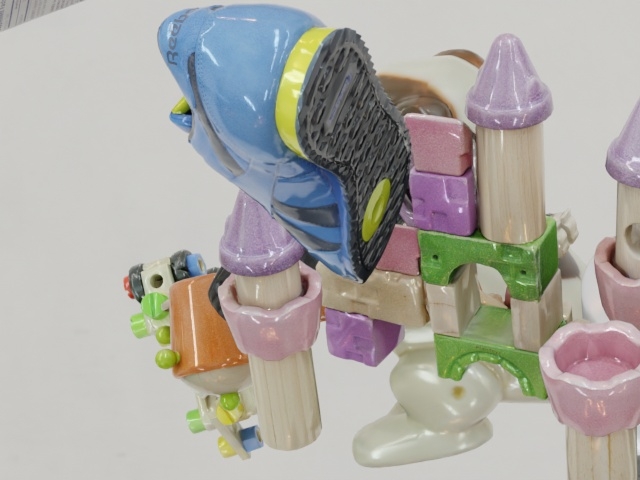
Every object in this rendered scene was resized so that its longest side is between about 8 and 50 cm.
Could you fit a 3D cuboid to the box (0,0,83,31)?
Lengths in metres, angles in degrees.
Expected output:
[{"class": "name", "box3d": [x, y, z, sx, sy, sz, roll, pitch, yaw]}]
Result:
[{"class": "box", "box3d": [-0.242, -0.234, 1.252, 0.137, 0.126, 0.072, -25, 84, -20]}]

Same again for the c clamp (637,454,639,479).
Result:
[{"class": "c clamp", "box3d": [0.243, 0.205, 1.062, 0.137, 0.022, 0.160, -5, 63, 18]}]

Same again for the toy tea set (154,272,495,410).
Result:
[{"class": "toy tea set", "box3d": [0.002, 0.083, 1.449, 0.336, 0.200, 0.124, -11, 83, 3]}]

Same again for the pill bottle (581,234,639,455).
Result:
[{"class": "pill bottle", "box3d": [0.331, 0.185, 1.326, 0.229, 0.407, 0.229, -9, 39, 7]}]

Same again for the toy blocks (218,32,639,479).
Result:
[{"class": "toy blocks", "box3d": [0.114, -0.026, 0.988, 0.289, 0.309, 0.260, 10, 125, 28]}]

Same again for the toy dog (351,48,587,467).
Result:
[{"class": "toy dog", "box3d": [0.136, 0.002, 1.654, 0.395, 0.284, 0.408, -8, 113, 37]}]

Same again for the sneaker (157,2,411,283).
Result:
[{"class": "sneaker", "box3d": [-0.014, -0.045, 0.682, 0.082, 0.209, 0.069, 17, 73, 20]}]

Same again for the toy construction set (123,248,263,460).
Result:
[{"class": "toy construction set", "box3d": [-0.129, 0.128, 1.760, 0.151, 0.327, 0.215, -14, 73, -1]}]

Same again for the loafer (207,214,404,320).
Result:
[{"class": "loafer", "box3d": [0.000, 0.000, 1.269, 0.223, 0.078, 0.076, -35, 95, 27]}]
